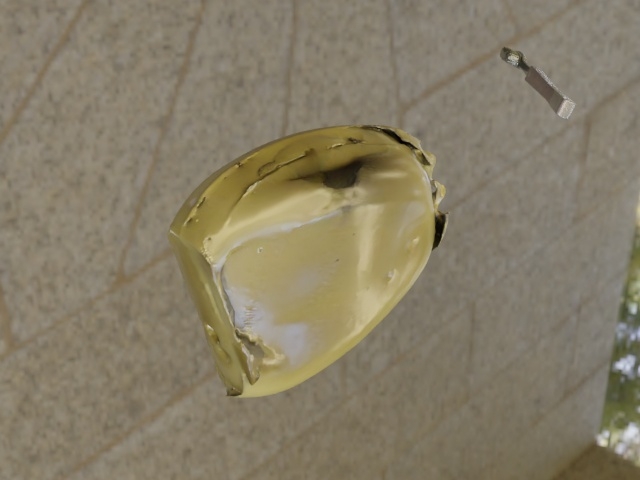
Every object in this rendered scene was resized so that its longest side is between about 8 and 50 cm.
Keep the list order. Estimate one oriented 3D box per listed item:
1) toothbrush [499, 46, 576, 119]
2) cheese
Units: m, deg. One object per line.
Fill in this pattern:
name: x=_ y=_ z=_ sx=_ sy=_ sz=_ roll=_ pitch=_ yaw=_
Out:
toothbrush: x=0.169 y=-0.127 z=1.088 sx=0.017 sy=0.014 sz=0.194 roll=21 pitch=-163 yaw=-13
cheese: x=0.000 y=0.000 z=1.421 sx=0.316 sy=0.259 sz=0.128 roll=-31 pitch=-138 yaw=-19
